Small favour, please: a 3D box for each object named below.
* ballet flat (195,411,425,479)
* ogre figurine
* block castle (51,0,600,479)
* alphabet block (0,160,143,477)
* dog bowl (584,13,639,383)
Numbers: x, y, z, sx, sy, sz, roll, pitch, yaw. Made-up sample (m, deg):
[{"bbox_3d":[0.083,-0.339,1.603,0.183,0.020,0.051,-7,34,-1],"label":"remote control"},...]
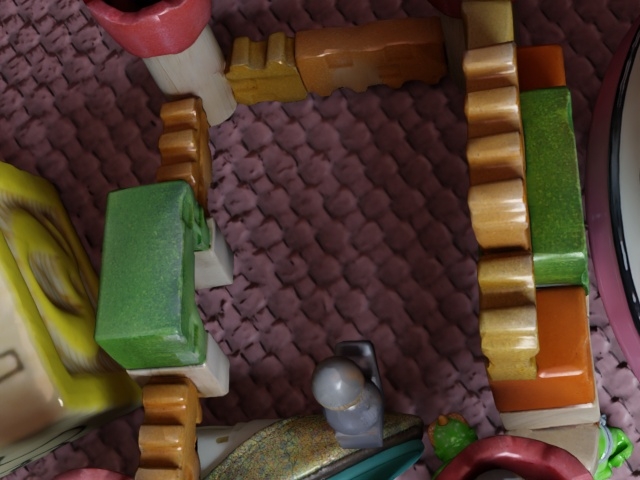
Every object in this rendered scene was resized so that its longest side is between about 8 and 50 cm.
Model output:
[{"bbox_3d":[-0.092,0.198,0.767,0.348,0.123,0.123,-38,80,2],"label":"ballet flat"},{"bbox_3d":[0.112,0.167,0.729,0.197,0.118,0.097,-14,59,9],"label":"ogre figurine"},{"bbox_3d":[0.000,0.000,0.651,0.303,0.213,0.453,-5,61,10],"label":"block castle"},{"bbox_3d":[-0.261,0.070,0.760,0.197,0.192,0.193,-27,83,5],"label":"alphabet block"},{"bbox_3d":[0.327,-0.021,0.637,0.408,0.150,0.408,4,80,-24],"label":"dog bowl"}]
